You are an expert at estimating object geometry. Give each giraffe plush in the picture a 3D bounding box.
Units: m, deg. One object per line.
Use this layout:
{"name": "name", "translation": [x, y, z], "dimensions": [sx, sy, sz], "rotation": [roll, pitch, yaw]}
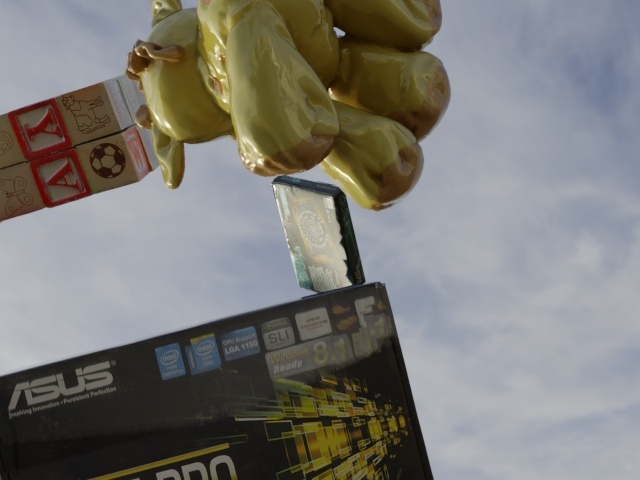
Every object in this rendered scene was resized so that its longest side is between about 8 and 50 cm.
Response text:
{"name": "giraffe plush", "translation": [-0.045, -0.106, 0.583], "dimensions": [0.210, 0.181, 0.171], "rotation": [35, -30, -26]}

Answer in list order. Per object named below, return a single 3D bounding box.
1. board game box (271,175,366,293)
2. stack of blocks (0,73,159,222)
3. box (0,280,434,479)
{"name": "board game box", "translation": [0.000, 0.000, 1.318], "dimensions": [0.026, 0.126, 0.186], "rotation": [-36, -54, -35]}
{"name": "stack of blocks", "translation": [-0.236, -0.102, 0.898], "dimensions": [0.171, 0.297, 0.087], "rotation": [-17, -77, 6]}
{"name": "box", "translation": [-0.092, 0.236, 0.897], "dimensions": [0.395, 0.318, 0.097], "rotation": [-13, -2, -5]}
